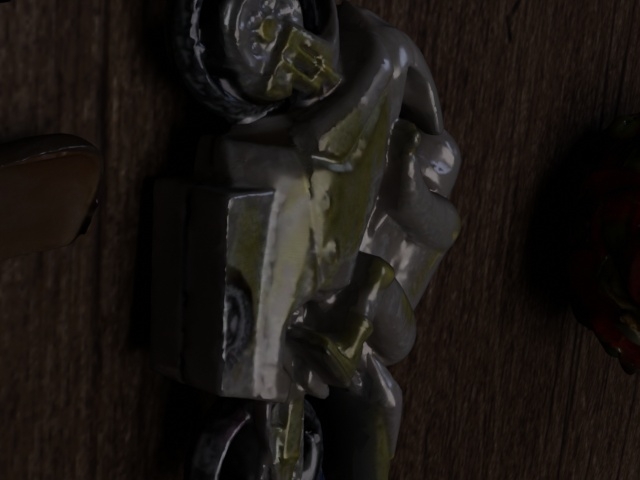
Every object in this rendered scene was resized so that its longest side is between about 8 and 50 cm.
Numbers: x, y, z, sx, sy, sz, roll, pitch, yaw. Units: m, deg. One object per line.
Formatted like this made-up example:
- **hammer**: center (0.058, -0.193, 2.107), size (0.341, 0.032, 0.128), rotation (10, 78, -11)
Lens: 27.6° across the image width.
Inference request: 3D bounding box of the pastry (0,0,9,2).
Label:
- **pastry**: center (-0.053, -0.274, 0.371), size (0.405, 0.292, 0.337), rotation (-40, 126, -25)

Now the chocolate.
- **chocolate**: center (-0.147, -0.019, 0.586), size (0.101, 0.031, 0.064), rotation (-19, 139, -46)

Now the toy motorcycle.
- **toy motorcycle**: center (0.000, 0.000, 0.738), size (0.223, 0.108, 0.340), rotation (-12, 108, -46)

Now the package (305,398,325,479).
- **package**: center (-0.012, 0.197, 0.893), size (0.083, 0.022, 0.200), rotation (-18, 119, -51)

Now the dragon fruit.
- **dragon fruit**: center (0.331, -0.001, 1.111), size (0.303, 0.231, 0.237), rotation (-21, 111, -62)
